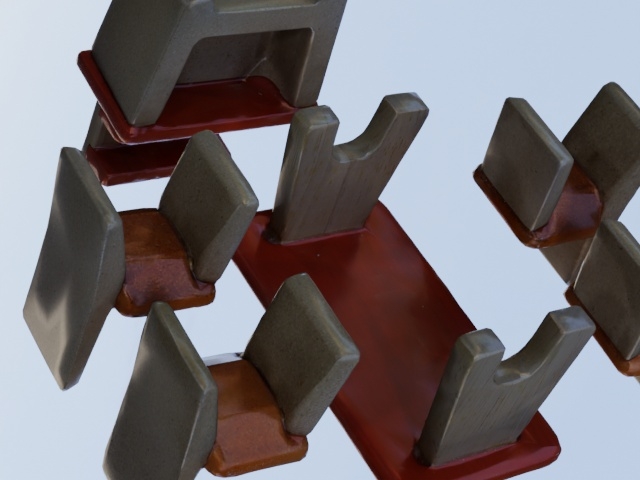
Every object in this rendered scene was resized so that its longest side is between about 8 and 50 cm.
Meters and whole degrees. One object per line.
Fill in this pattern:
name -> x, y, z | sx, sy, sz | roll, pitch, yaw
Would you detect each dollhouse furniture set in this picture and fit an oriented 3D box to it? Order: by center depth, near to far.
dollhouse furniture set -> 0.000, 0.000, 0.730 | 0.259, 0.262, 0.135 | 56, -40, 32
